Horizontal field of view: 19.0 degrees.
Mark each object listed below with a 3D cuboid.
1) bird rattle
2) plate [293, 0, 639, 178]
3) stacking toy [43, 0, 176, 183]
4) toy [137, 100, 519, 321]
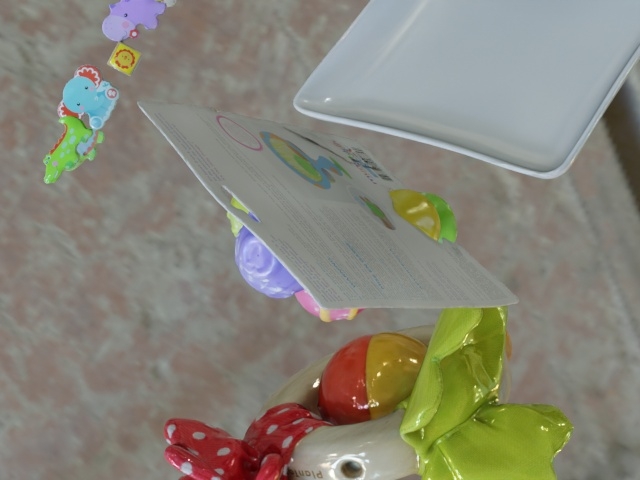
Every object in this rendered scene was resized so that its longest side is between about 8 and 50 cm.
[{"bbox_3d":[0.028,0.118,1.169,0.143,0.253,0.207,63,23,-12],"label":"bird rattle"},{"bbox_3d":[0.157,-0.169,1.585,0.278,0.277,0.045,-53,138,-23],"label":"plate"},{"bbox_3d":[-0.179,-0.153,1.603,0.052,0.167,0.221,27,92,-3],"label":"stacking toy"},{"bbox_3d":[0.000,0.000,0.966,0.056,0.137,0.237,-51,159,20],"label":"toy"}]
